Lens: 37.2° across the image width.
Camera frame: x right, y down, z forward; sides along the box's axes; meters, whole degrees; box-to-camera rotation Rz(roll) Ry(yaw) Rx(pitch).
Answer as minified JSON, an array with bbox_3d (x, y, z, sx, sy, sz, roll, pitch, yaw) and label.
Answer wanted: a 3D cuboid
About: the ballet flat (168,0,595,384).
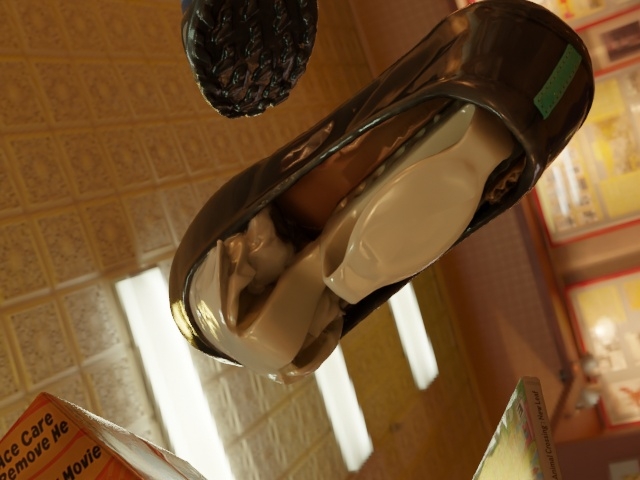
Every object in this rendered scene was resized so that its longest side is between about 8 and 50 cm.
[{"bbox_3d":[0.000,0.000,0.428,0.095,0.280,0.096,38,-141,-11],"label":"ballet flat"}]

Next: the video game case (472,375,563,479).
[{"bbox_3d":[0.190,0.273,0.930,0.193,0.023,0.212,-92,10,-47],"label":"video game case"}]

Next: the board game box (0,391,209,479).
[{"bbox_3d":[-0.133,0.391,0.711,0.356,0.356,0.356,35,169,19],"label":"board game box"}]

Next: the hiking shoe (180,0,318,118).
[{"bbox_3d":[-0.072,-0.241,0.760,0.304,0.113,0.132,86,167,-45],"label":"hiking shoe"}]
